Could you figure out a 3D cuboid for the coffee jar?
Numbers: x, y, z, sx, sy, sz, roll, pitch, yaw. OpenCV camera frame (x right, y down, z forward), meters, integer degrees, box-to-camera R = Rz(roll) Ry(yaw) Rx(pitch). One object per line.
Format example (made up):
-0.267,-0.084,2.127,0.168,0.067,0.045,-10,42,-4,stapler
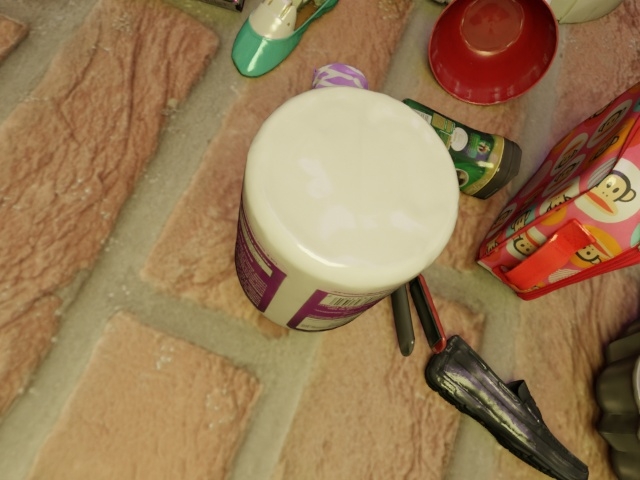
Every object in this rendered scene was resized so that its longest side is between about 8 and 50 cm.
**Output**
0.181,-0.125,0.687,0.184,0.096,0.079,21,70,-5,coffee jar

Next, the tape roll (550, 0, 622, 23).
0.441,-0.592,0.926,0.391,0.072,0.393,4,69,-11,tape roll

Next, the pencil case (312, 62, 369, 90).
0.003,-0.145,0.666,0.088,0.086,0.206,11,65,17,pencil case

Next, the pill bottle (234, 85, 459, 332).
0.000,0.000,0.491,0.169,0.301,0.170,4,70,-11,pill bottle

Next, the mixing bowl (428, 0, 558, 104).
0.262,-0.314,0.746,0.181,0.181,0.098,23,48,-3,mixing bowl

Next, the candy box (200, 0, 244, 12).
-0.212,-0.444,0.693,0.233,0.071,0.159,13,102,-6,candy box

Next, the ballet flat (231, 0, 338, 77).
-0.046,-0.347,0.723,0.083,0.087,0.247,37,68,2,ballet flat

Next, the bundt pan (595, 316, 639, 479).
0.494,0.231,0.611,0.330,0.124,0.331,4,69,-11,bundt pan

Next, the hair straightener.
0.085,0.036,0.624,0.088,0.047,0.231,-5,64,-14,hair straightener

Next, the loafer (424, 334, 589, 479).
0.231,0.205,0.589,0.223,0.076,0.078,39,75,7,loafer

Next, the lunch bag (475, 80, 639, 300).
0.311,-0.042,0.580,0.120,0.293,0.258,42,71,6,lunch bag

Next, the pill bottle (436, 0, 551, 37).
0.275,-0.405,0.802,0.180,0.108,0.108,23,67,-3,pill bottle
